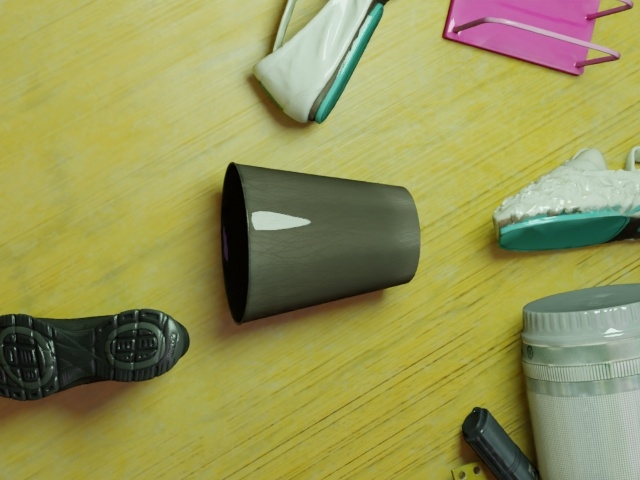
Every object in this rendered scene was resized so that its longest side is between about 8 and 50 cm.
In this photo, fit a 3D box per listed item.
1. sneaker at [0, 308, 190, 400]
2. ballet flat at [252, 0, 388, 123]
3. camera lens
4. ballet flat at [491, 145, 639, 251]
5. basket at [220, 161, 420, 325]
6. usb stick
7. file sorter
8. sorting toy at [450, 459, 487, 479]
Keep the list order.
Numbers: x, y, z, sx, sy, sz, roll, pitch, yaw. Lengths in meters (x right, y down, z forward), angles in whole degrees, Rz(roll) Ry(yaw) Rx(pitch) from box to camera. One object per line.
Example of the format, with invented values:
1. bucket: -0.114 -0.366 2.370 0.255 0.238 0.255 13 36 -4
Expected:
1. sneaker: -0.296 0.140 1.688 0.286 0.130 0.109 -2 87 9
2. ballet flat: 0.049 -0.338 1.740 0.139 0.139 0.400 35 86 -12
3. camera lens: 0.382 0.208 1.788 0.220 0.219 0.274 -11 95 -12
4. ballet flat: 0.410 -0.062 1.845 0.409 0.147 0.146 -2 93 -16
5. basket: 0.000 0.000 1.729 0.227 0.154 0.204 -2 94 -16
6. usb stick: 0.287 0.341 1.848 0.045 0.077 0.278 -37 101 14
7. file sorter: 0.311 -0.384 1.760 0.202 0.182 0.290 14 90 -13
8. sorting toy: 0.131 0.408 1.824 0.274 0.046 0.132 -40 101 -16
